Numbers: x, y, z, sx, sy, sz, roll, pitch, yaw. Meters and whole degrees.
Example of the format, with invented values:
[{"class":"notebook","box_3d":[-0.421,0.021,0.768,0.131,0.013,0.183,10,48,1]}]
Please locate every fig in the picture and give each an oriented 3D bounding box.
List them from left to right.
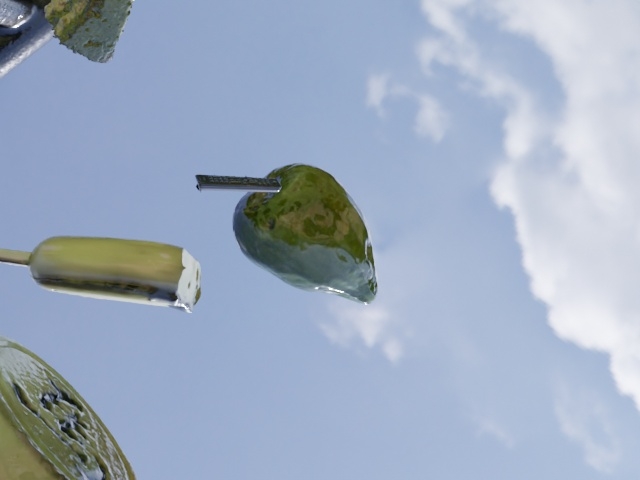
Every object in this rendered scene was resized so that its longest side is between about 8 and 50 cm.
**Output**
[{"class":"fig","box_3d":[-0.008,-0.006,1.914,0.233,0.167,0.167,37,-140,7]}]

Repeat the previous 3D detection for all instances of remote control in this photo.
[{"class":"remote control","box_3d":[-0.089,-0.059,1.464,0.091,0.016,0.034,2,-161,-14]}]

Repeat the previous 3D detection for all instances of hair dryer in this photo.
[{"class":"hair dryer","box_3d":[-0.351,-0.250,1.457,0.089,0.197,0.251,54,-174,2]}]

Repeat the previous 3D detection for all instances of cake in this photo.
[{"class":"cake","box_3d":[-0.160,-0.203,1.034,0.055,0.140,0.051,9,-146,-38]}]

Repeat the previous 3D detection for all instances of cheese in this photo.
[{"class":"cheese","box_3d":[-0.236,0.022,1.235,0.252,0.127,0.054,7,-100,7]}]

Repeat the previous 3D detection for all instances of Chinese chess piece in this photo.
[{"class":"Chinese chess piece","box_3d":[-0.271,0.199,1.253,0.250,0.101,0.250,49,-177,-3]}]
